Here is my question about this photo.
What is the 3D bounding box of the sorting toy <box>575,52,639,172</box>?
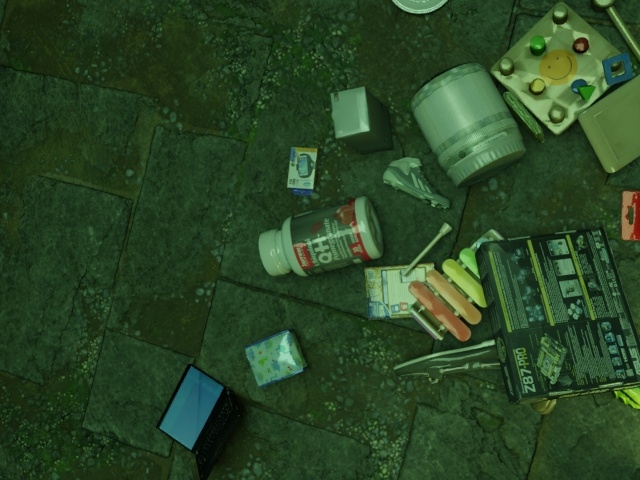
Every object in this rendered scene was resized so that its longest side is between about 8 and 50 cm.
[{"bbox_3d":[0.755,-0.289,1.778,0.196,0.047,0.347,-32,107,7],"label":"sorting toy"}]

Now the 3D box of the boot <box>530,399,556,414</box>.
[{"bbox_3d":[0.532,0.283,1.814,0.115,0.112,0.305,5,79,-22],"label":"boot"}]

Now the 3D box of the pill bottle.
[{"bbox_3d":[0.000,0.000,1.983,0.319,0.176,0.176,-15,82,16],"label":"pill bottle"}]

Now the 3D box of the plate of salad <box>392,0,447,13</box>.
[{"bbox_3d":[0.281,-0.732,2.007,0.200,0.048,0.199,1,95,10],"label":"plate of salad"}]

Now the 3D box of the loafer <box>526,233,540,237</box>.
[{"bbox_3d":[0.581,0.048,1.863,0.056,0.050,0.148,-30,79,13],"label":"loafer"}]

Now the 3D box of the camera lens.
[{"bbox_3d":[0.377,-0.302,1.859,0.220,0.219,0.274,-29,79,14],"label":"camera lens"}]

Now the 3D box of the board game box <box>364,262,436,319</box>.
[{"bbox_3d":[0.223,0.140,1.972,0.194,0.045,0.146,-4,85,17],"label":"board game box"}]

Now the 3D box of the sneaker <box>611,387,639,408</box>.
[{"bbox_3d":[0.718,0.282,1.794,0.124,0.109,0.295,-36,71,-17],"label":"sneaker"}]

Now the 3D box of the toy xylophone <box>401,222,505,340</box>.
[{"bbox_3d":[0.354,0.098,1.884,0.236,0.081,0.322,37,88,6],"label":"toy xylophone"}]

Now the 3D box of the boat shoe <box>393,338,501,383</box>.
[{"bbox_3d":[0.360,0.331,1.884,0.336,0.112,0.095,-16,77,12],"label":"boat shoe"}]

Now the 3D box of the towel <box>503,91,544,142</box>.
[{"bbox_3d":[0.531,-0.320,1.872,0.027,0.110,0.148,-40,73,10],"label":"towel"}]

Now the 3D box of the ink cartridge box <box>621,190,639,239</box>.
[{"bbox_3d":[0.867,-0.063,1.766,0.231,0.078,0.134,1,87,18],"label":"ink cartridge box"}]

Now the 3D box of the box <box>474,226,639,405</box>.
[{"bbox_3d":[0.574,0.176,1.730,0.319,0.097,0.394,-8,68,-5],"label":"box"}]

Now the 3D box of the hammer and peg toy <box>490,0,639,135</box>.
[{"bbox_3d":[0.654,-0.473,1.831,0.361,0.127,0.266,-43,76,11],"label":"hammer and peg toy"}]

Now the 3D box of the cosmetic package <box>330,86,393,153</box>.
[{"bbox_3d":[0.114,-0.318,1.933,0.107,0.238,0.127,-9,85,17],"label":"cosmetic package"}]

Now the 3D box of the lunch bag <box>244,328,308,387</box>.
[{"bbox_3d":[-0.128,0.336,2.045,0.151,0.096,0.128,-23,80,5],"label":"lunch bag"}]

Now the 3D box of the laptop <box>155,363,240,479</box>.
[{"bbox_3d":[-0.360,0.526,2.083,0.137,0.264,0.234,25,96,-19],"label":"laptop"}]

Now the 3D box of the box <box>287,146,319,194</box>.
[{"bbox_3d":[-0.051,-0.201,2.089,0.081,0.028,0.136,5,86,17],"label":"box"}]

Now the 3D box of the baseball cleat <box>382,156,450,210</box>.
[{"bbox_3d":[0.274,-0.163,1.963,0.206,0.072,0.109,26,88,13],"label":"baseball cleat"}]
